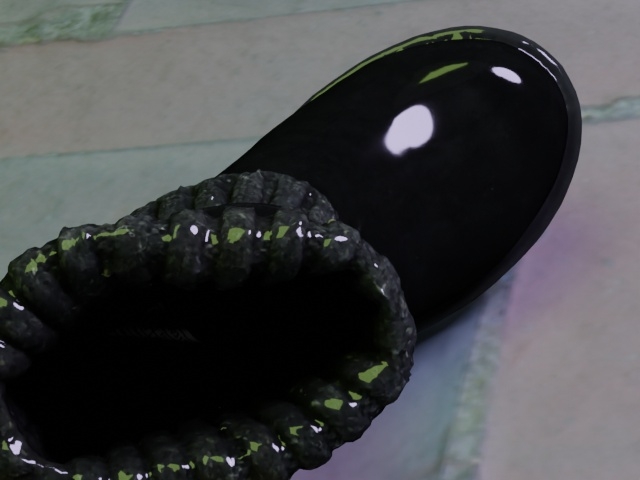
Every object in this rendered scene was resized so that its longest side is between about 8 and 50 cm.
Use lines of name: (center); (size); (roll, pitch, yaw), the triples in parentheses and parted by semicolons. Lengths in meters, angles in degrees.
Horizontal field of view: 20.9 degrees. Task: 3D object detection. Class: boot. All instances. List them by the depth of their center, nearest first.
boot: (0.002, 0.004, 0.755); (0.348, 0.131, 0.260); (-36, 0, -12)
